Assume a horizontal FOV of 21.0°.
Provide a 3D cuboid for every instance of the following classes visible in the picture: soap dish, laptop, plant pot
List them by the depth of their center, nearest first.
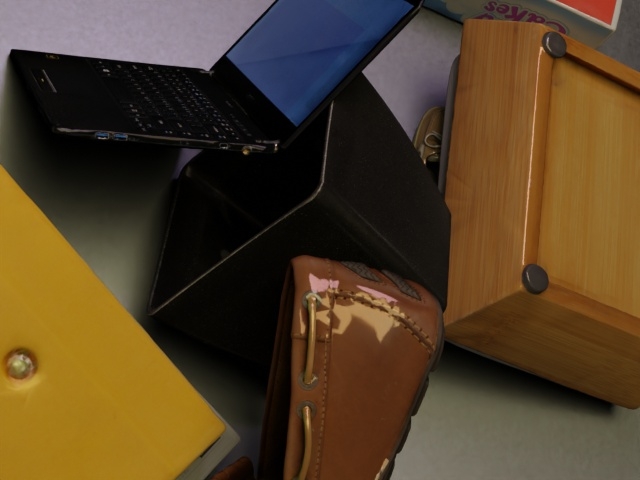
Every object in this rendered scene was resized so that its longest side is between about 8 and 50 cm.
[{"bbox_3d":[-0.088,-0.162,1.337,0.264,0.234,0.136,4,108,-19],"label":"laptop"},{"bbox_3d":[0.000,0.000,1.338,0.167,0.187,0.188,40,33,-23],"label":"plant pot"},{"bbox_3d":[0.210,-0.029,1.453,0.229,0.118,0.290,22,63,-30],"label":"soap dish"}]

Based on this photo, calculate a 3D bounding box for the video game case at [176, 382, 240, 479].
[{"bbox_3d":[-0.180,0.143,1.276,0.173,0.022,0.190,-46,107,-16],"label":"video game case"}]

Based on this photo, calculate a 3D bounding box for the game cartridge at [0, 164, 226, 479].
[{"bbox_3d":[-0.271,0.137,1.202,0.324,0.053,0.285,-42,106,-13],"label":"game cartridge"}]

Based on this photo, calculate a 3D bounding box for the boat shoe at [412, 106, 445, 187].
[{"bbox_3d":[0.107,-0.049,1.488,0.056,0.048,0.153,16,66,-15],"label":"boat shoe"}]

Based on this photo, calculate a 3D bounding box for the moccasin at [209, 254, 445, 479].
[{"bbox_3d":[-0.032,0.196,1.227,0.147,0.139,0.380,14,105,-15],"label":"moccasin"}]

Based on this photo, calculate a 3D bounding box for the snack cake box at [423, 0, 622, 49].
[{"bbox_3d":[0.149,-0.283,1.569,0.264,0.089,0.152,22,63,-12],"label":"snack cake box"}]
